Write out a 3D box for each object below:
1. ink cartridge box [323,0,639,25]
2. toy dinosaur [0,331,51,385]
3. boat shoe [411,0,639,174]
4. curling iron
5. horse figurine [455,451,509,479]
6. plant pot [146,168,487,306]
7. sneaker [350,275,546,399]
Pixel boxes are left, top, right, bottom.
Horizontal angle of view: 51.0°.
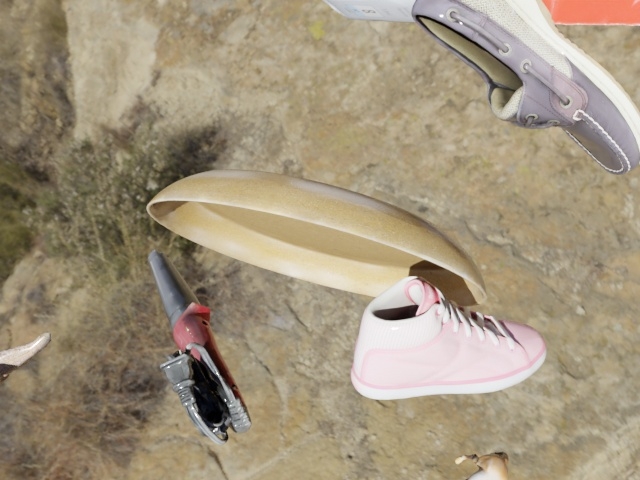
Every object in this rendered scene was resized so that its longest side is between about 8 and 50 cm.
[{"bbox_3d":[0.202,-0.387,0.696,0.385,0.091,0.308,13,91,31],"label":"ink cartridge box"},{"bbox_3d":[-0.293,0.187,0.452,0.127,0.200,0.295,17,53,34],"label":"toy dinosaur"},{"bbox_3d":[0.200,-0.153,0.645,0.092,0.285,0.103,-49,18,1],"label":"boat shoe"},{"bbox_3d":[-0.103,0.060,0.515,0.035,0.068,0.274,-31,27,-6],"label":"curling iron"},{"bbox_3d":[0.307,0.493,1.332,0.263,0.066,0.174,-37,3,-40],"label":"horse figurine"},{"bbox_3d":[0.000,0.000,0.467,0.236,0.236,0.032,7,76,38],"label":"plant pot"},{"bbox_3d":[0.086,0.057,0.426,0.134,0.070,0.051,-6,28,-12],"label":"sneaker"}]
